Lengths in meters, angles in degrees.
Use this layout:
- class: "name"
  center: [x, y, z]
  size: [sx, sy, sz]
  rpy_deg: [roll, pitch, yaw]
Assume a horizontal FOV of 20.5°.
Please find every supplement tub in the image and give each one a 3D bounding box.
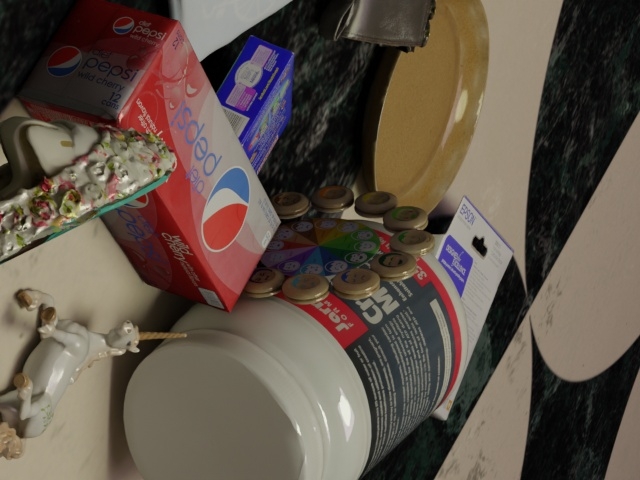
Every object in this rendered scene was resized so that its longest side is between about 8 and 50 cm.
- class: "supplement tub"
  center: [-0.015, 0.109, 1.446]
  size: [0.272, 0.191, 0.191]
  rpy_deg: [-34, 135, -53]

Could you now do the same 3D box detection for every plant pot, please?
- class: "plant pot"
  center: [0.097, -0.131, 1.704]
  size: [0.236, 0.032, 0.236]
  rpy_deg: [-43, 143, -45]

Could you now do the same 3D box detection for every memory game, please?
- class: "memory game"
  center: [0.000, 0.000, 1.412]
  size: [0.186, 0.186, 0.012]
  rpy_deg: [-42, 135, -47]

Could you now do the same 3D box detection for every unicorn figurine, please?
- class: "unicorn figurine"
  center: [-0.186, 0.086, 1.254]
  size: [0.162, 0.060, 0.111]
  rpy_deg: [-47, 149, -12]

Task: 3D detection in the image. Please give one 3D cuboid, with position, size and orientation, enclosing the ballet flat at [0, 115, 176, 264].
- class: "ballet flat"
  center: [-0.193, -0.029, 1.062]
  size: [0.241, 0.091, 0.077]
  rpy_deg: [-29, 116, -29]

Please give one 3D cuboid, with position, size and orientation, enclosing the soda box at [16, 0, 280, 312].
- class: "soda box"
  center: [-0.114, -0.056, 1.264]
  size: [0.092, 0.083, 0.263]
  rpy_deg: [-61, 153, -21]

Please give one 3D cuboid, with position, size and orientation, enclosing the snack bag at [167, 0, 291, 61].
- class: "snack bag"
  center: [0.000, -0.309, 1.274]
  size: [0.342, 0.037, 0.323]
  rpy_deg: [-39, 151, -24]

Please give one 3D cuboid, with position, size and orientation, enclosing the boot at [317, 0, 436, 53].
- class: "boot"
  center: [0.094, -0.278, 1.547]
  size: [0.263, 0.091, 0.229]
  rpy_deg: [-12, 118, -50]

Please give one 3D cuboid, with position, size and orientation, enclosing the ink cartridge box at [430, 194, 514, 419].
- class: "ink cartridge box"
  center: [0.127, 0.071, 1.879]
  size: [0.208, 0.045, 0.206]
  rpy_deg: [-67, 154, -9]

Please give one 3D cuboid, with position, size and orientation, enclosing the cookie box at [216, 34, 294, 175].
- class: "cookie box"
  center: [-0.058, -0.092, 1.370]
  size: [0.092, 0.040, 0.107]
  rpy_deg: [-62, 171, -22]
